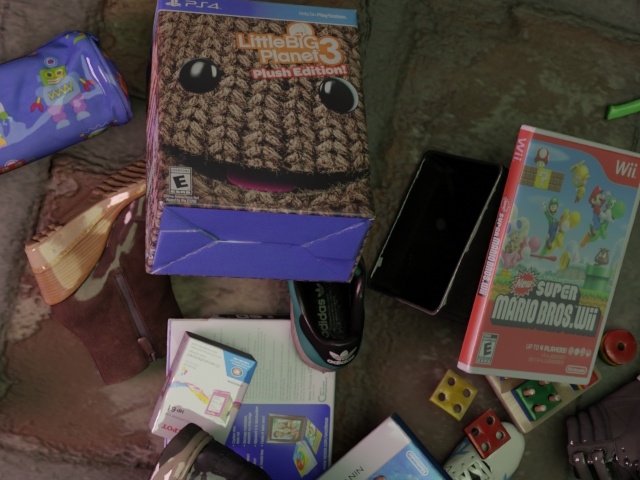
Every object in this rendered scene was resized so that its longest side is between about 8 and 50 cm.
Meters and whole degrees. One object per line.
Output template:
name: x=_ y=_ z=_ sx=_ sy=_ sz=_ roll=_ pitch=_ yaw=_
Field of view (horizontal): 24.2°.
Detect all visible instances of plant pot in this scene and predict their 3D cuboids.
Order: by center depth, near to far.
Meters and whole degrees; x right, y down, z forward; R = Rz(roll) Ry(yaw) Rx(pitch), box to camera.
plant pot: x=0.197 y=0.016 z=1.786 sx=0.167 sy=0.188 sz=0.187 roll=25 pitch=88 yaw=-24

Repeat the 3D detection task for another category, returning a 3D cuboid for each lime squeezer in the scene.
lime squeezer: x=0.524 y=-0.169 z=1.897 sx=0.310 sy=0.059 sz=0.109 roll=13 pitch=90 yaw=-13

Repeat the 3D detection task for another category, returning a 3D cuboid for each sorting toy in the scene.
sorting toy: x=0.265 y=0.153 z=1.846 sx=0.275 sy=0.046 sz=0.132 roll=-31 pitch=90 yaw=-20

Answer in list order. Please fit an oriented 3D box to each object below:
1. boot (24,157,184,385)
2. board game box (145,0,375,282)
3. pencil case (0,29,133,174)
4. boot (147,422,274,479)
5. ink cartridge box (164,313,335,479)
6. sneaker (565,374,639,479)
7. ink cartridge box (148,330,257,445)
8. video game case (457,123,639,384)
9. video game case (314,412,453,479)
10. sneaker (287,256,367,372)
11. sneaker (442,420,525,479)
boot: x=-0.205 y=0.027 z=1.766 sx=0.248 sy=0.090 sz=0.206 roll=-35 pitch=113 yaw=-12
board game box: x=-0.074 y=-0.114 z=1.666 sx=0.232 sy=0.141 sz=0.291 roll=3 pitch=57 yaw=-11
pencil case: x=-0.370 y=-0.140 z=1.689 sx=0.306 sy=0.119 sz=0.133 roll=-22 pitch=89 yaw=-9
boot: x=-0.089 y=0.419 z=1.692 sx=0.284 sy=0.138 sz=0.377 roll=21 pitch=107 yaw=10
ink cartridge box: x=-0.086 y=0.192 z=1.801 sx=0.208 sy=0.045 sz=0.206 roll=2 pitch=94 yaw=-13
sneaker: x=0.388 y=0.281 z=1.796 sx=0.147 sy=0.295 sz=0.104 roll=-28 pitch=118 yaw=3
ink cartridge box: x=-0.137 y=0.179 z=1.740 sx=0.089 sy=0.052 sz=0.122 roll=21 pitch=92 yaw=-12
video game case: x=0.272 y=0.023 z=1.724 sx=0.204 sy=0.025 sz=0.285 roll=9 pitch=98 yaw=-38
video game case: x=0.080 y=0.384 z=1.759 sx=0.244 sy=0.061 sz=0.269 roll=-42 pitch=83 yaw=6
sneaker: x=0.000 y=0.000 z=1.749 sx=0.108 sy=0.121 sz=0.302 roll=-11 pitch=81 yaw=-14
sneaker: x=0.164 y=0.315 z=1.840 sx=0.237 sy=0.086 sz=0.085 roll=-40 pitch=98 yaw=-8
